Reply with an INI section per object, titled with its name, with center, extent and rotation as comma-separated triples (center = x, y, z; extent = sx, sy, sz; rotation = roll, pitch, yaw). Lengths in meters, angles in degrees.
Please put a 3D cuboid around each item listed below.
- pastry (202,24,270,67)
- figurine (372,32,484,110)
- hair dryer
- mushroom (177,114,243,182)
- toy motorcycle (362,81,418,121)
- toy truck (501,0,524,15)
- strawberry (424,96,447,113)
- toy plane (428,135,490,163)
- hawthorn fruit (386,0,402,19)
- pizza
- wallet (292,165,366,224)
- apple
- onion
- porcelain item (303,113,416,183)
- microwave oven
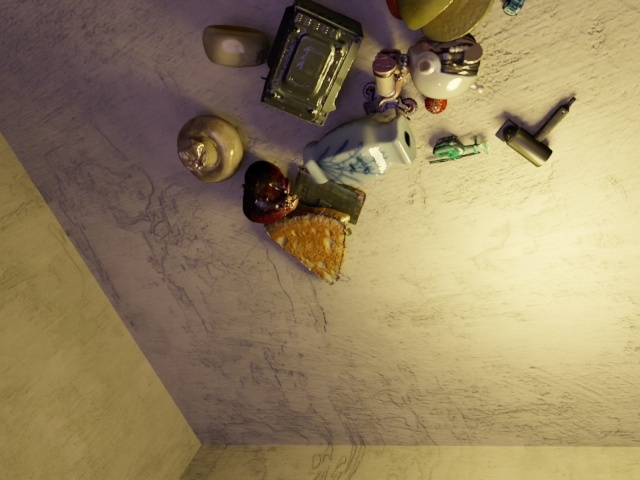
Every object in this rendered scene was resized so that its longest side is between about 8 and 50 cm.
[pastry]
center = -0.312, -0.726, 1.807
extent = 0.265, 0.265, 0.133
rotation = 12, 119, 15
[figurine]
center = 0.357, -0.578, 1.630
extent = 0.362, 0.253, 0.210
rotation = -6, 133, 18
[hair dryer]
center = 0.763, -0.406, 1.673
extent = 0.196, 0.078, 0.248
rotation = 37, 116, -1
[mushroom]
center = -0.487, -0.372, 2.048
extent = 0.298, 0.290, 0.297
rotation = 9, 121, 16
[toy motorcycle]
center = 0.249, -0.502, 1.807
extent = 0.216, 0.080, 0.122
rotation = 25, 123, 6
[toy truck]
center = 0.607, -0.741, 1.517
extent = 0.056, 0.090, 0.073
rotation = 29, 125, 5
[strawberry]
center = 0.420, -0.500, 1.742
extent = 0.083, 0.083, 0.096
rotation = 39, 116, -3
[toy plane]
center = 0.512, -0.341, 1.808
extent = 0.235, 0.060, 0.096
rotation = -6, 124, 28
[hawthorn fruit]
center = 0.274, -0.801, 1.589
extent = 0.125, 0.125, 0.140
rotation = -13, 145, 28
[pizza]
center = -0.014, -0.026, 2.166
extent = 0.435, 0.080, 0.392
rotation = 38, 136, -5
[wallet]
center = 0.032, -0.191, 2.094
extent = 0.317, 0.044, 0.168
rotation = 23, 126, 9
[apple]
center = 0.361, -0.737, 1.419
extent = 0.292, 0.292, 0.254
rotation = 47, 137, -9
[onion]
center = -0.235, -0.210, 2.095
extent = 0.281, 0.221, 0.280
rotation = 4, 97, 38
[porcelain item]
center = 0.144, -0.338, 1.850
extent = 0.406, 0.178, 0.242
rotation = -11, 139, 29
[microwave oven]
center = -0.038, -0.629, 1.720
extent = 0.287, 0.218, 0.354
rotation = 19, 125, -15
